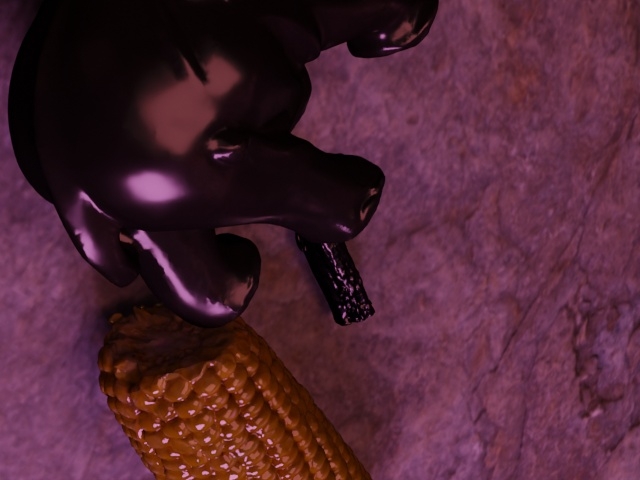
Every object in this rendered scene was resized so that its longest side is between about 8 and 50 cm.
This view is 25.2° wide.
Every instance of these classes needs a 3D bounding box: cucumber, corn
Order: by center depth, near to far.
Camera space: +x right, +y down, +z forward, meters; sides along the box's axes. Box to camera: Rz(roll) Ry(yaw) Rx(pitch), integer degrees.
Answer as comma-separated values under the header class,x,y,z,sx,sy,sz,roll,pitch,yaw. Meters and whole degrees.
class,x,y,z,sx,sy,sz,roll,pitch,yaw
corn,-0.034,0.190,1.099,0.144,0.144,0.387,-45,132,-21
cucumber,0.000,0.000,1.129,0.039,0.043,0.163,-38,125,-17

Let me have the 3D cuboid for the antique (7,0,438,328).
class,x,y,z,sx,sy,sz,roll,pitch,yaw
antique,-0.071,-0.122,0.908,0.255,0.185,0.322,34,69,-45
